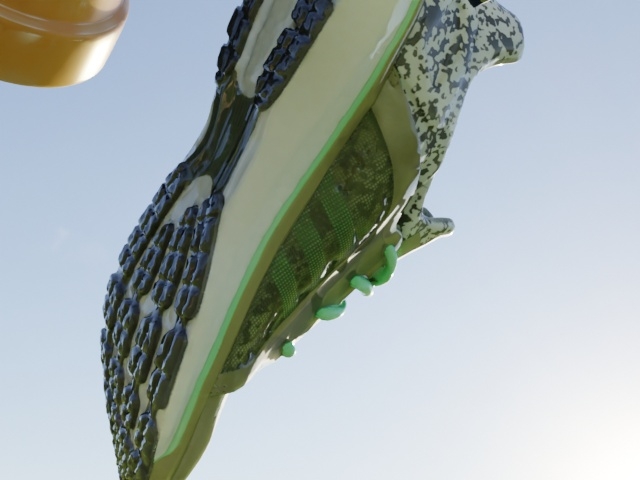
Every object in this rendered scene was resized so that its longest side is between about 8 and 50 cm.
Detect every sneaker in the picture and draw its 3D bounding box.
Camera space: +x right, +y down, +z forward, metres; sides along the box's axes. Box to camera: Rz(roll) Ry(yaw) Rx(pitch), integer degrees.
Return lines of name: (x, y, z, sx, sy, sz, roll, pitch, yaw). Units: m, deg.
sneaker: (0.000, 0.000, 0.646, 0.182, 0.410, 0.158, 20, 16, -27)

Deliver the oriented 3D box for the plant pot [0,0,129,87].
plant pot: (-0.225, -0.258, 0.832, 0.205, 0.205, 0.188, 22, -54, -23)

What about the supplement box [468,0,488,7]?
supplement box: (0.097, -0.156, 0.456, 0.056, 0.083, 0.083, 51, -22, -14)
